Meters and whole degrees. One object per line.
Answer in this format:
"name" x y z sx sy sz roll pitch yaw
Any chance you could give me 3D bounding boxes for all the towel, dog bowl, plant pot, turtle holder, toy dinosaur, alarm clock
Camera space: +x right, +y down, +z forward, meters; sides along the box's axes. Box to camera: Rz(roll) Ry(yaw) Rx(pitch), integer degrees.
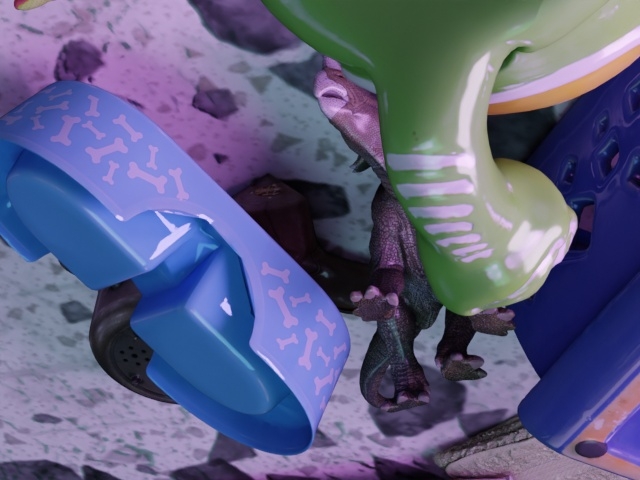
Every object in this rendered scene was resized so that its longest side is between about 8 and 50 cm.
"towel" 0.173 0.175 1.500 0.148 0.027 0.110 -27 130 35
"dog bowl" -0.100 0.015 1.249 0.297 0.074 0.166 44 154 -14
"plant pot" 0.252 0.030 1.170 0.236 0.212 0.236 19 139 -14
"turtle holder" 0.092 -0.155 0.908 0.243 0.320 0.227 -31 156 12
"toy dinosaur" 0.070 0.009 1.240 0.121 0.160 0.313 -2 146 10
"alarm clock" -0.115 0.056 1.386 0.129 0.064 0.192 -27 126 35

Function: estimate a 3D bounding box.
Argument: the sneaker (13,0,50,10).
"sneaker" -0.189 -0.188 1.049 0.094 0.081 0.208 -32 140 14

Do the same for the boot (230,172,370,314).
"boot" 0.000 0.000 1.319 0.106 0.037 0.114 -6 134 14

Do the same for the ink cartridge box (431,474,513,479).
"ink cartridge box" 0.045 0.323 1.602 0.309 0.130 0.272 -5 140 24
